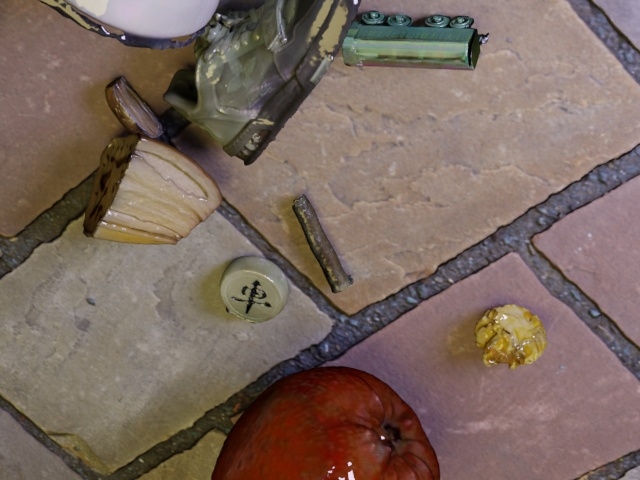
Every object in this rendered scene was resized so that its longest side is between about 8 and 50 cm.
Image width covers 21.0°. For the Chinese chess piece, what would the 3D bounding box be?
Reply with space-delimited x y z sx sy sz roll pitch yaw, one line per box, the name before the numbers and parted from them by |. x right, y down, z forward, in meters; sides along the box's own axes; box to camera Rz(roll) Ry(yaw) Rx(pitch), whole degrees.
Chinese chess piece | -0.078 0.058 2.038 0.084 0.034 0.084 9 128 12

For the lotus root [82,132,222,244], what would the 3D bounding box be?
lotus root | -0.196 -0.059 1.948 0.135 0.095 0.159 27 124 -32

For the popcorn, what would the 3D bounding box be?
popcorn | 0.216 0.111 1.949 0.082 0.083 0.057 3 131 -16

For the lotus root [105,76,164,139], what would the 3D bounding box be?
lotus root | -0.213 -0.141 1.927 0.030 0.037 0.083 -23 117 37

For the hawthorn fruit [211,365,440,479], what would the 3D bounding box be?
hawthorn fruit | 0.001 0.286 2.048 0.275 0.275 0.299 43 143 -15

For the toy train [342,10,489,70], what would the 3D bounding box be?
toy train | 0.096 -0.202 1.748 0.148 0.071 0.038 4 129 17

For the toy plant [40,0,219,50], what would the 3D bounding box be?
toy plant | -0.139 -0.373 1.618 0.247 0.247 0.332 31 124 -6

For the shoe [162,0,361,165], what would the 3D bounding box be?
shoe | -0.070 -0.204 1.778 0.149 0.109 0.293 28 134 -9

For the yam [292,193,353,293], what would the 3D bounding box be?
yam | 0.000 0.000 1.973 0.027 0.033 0.129 7 130 49
